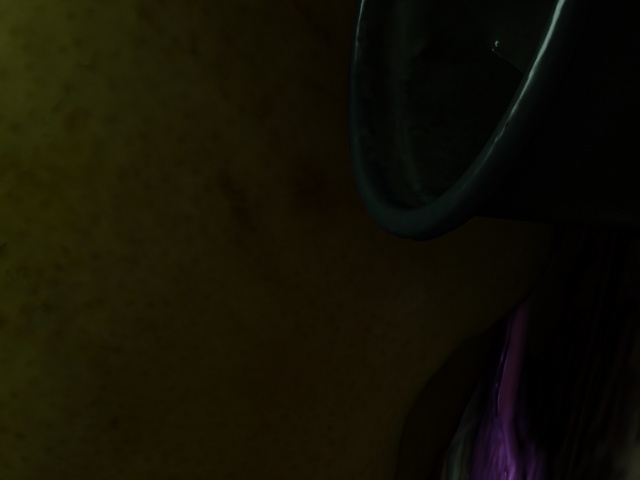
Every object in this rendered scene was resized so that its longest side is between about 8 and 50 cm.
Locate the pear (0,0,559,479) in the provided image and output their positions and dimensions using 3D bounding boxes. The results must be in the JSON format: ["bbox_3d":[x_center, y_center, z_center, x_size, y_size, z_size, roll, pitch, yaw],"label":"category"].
[{"bbox_3d":[-0.072,-0.020,0.670,0.314,0.314,0.314,-167,90,-81],"label":"pear"}]

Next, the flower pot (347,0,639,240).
[{"bbox_3d":[0.083,-0.065,0.493,0.157,0.107,0.157,-165,90,-72],"label":"flower pot"}]
